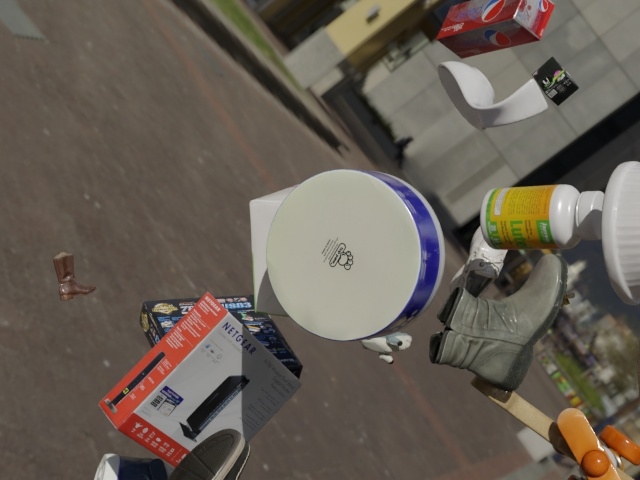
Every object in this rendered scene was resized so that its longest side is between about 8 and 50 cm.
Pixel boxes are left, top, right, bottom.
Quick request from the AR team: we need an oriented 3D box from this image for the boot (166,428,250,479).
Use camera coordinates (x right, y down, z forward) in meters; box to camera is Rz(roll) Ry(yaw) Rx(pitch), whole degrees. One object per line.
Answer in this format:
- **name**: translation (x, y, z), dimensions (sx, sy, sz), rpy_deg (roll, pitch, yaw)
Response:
- **boot**: translation (-0.190, 0.580, 1.771), dimensions (0.284, 0.377, 0.138), rpy_deg (42, -22, -28)

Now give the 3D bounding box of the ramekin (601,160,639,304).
- **ramekin**: translation (0.631, -0.016, 1.714), dimensions (0.272, 0.127, 0.273), rpy_deg (4, 84, -50)

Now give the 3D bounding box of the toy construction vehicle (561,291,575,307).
- **toy construction vehicle**: translation (0.470, 0.135, 1.903), dimensions (0.085, 0.098, 0.035), rpy_deg (1, 72, -37)

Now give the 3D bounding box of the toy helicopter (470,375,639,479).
- **toy helicopter**: translation (0.402, 0.336, 1.546), dimensions (0.355, 0.140, 0.235), rpy_deg (36, 2, -1)

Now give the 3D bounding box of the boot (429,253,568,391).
- **boot**: translation (0.283, 0.110, 1.483), dimensions (0.161, 0.247, 0.083), rpy_deg (26, -3, -12)

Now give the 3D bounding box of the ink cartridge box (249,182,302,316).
- **ink cartridge box**: translation (0.000, 0.000, 1.721), dimensions (0.353, 0.119, 0.207), rpy_deg (-25, 116, -65)

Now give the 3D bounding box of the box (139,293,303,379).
- **box**: translation (-0.231, 0.235, 2.116), dimensions (0.295, 0.073, 0.293), rpy_deg (-1, 30, -30)

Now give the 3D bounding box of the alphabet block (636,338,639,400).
- **alphabet block**: translation (0.737, 0.249, 1.838), dimensions (0.193, 0.192, 0.197), rpy_deg (-73, 159, -44)

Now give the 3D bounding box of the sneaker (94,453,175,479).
- **sneaker**: translation (-0.384, 0.628, 1.996), dimensions (0.236, 0.130, 0.323), rpy_deg (20, 53, -22)

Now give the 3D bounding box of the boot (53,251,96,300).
- **boot**: translation (-0.585, 0.077, 2.209), dimensions (0.106, 0.037, 0.114), rpy_deg (-19, 103, -54)

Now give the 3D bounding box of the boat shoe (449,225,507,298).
- **boat shoe**: translation (0.415, 0.061, 2.317), dimensions (0.098, 0.277, 0.096), rpy_deg (15, 30, -13)

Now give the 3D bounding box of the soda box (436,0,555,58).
- **soda box**: translation (0.362, -0.456, 1.944), dimensions (0.083, 0.092, 0.263), rpy_deg (30, -12, -26)

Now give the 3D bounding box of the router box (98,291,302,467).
- **router box**: translation (-0.231, 0.308, 1.870), dimensions (0.082, 0.301, 0.335), rpy_deg (38, -9, 41)

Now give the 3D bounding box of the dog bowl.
- **dog bowl**: translation (0.052, 0.022, 1.433), dimensions (0.265, 0.265, 0.104), rpy_deg (55, 22, 16)

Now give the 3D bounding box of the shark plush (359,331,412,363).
- **shark plush**: translation (0.109, 0.201, 1.942), dimensions (0.067, 0.161, 0.073), rpy_deg (-67, 165, -46)

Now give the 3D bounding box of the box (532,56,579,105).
- **box**: translation (0.514, -0.349, 2.028), dimensions (0.052, 0.062, 0.083), rpy_deg (32, 28, -36)

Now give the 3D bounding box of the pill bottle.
- **pill bottle**: translation (0.477, -0.049, 1.973), dimensions (0.136, 0.245, 0.137), rpy_deg (2, 87, -53)

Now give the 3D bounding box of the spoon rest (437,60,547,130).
- **spoon rest**: translation (0.267, -0.235, 1.544), dimensions (0.137, 0.084, 0.276), rpy_deg (57, -8, -20)
